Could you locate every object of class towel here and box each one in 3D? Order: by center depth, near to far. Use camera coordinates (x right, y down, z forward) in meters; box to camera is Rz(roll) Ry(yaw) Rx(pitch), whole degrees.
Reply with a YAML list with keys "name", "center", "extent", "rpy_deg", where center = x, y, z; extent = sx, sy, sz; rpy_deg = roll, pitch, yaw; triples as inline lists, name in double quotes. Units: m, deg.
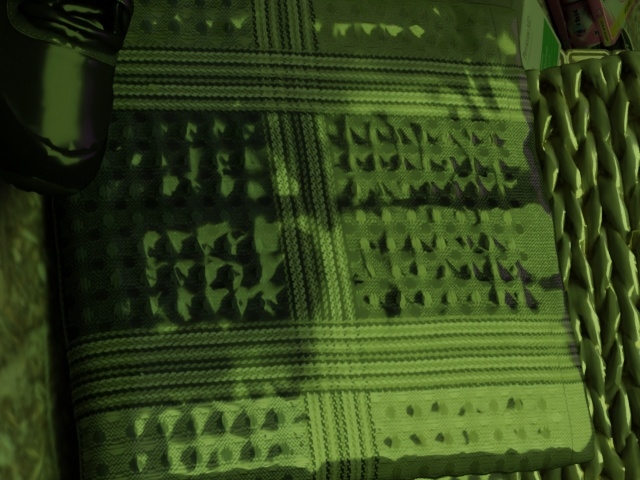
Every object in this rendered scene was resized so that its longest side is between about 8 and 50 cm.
- name: "towel"
  center: [0.000, 0.000, 0.940]
  extent: [0.324, 0.056, 0.312]
  rpy_deg: [0, 72, -25]

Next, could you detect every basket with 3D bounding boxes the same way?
- name: "basket"
  center: [0.210, 0.052, 1.155]
  extent: [0.328, 0.266, 0.331]
  rpy_deg: [74, 10, -78]

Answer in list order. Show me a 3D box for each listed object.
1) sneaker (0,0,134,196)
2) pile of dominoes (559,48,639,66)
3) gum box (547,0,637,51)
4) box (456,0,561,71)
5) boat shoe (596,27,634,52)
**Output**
- name: "sneaker"
  center: [-0.132, -0.168, 0.820]
  extent: [0.107, 0.124, 0.283]
  rpy_deg: [13, 64, -44]
- name: "pile of dominoes"
  center: [0.252, -0.091, 1.579]
  extent: [0.251, 0.040, 0.196]
  rpy_deg: [-2, 80, -29]
- name: "gum box"
  center: [0.313, -0.296, 1.864]
  extent: [0.107, 0.062, 0.188]
  rpy_deg: [68, 27, -17]
- name: "box"
  center: [0.153, -0.159, 1.432]
  extent: [0.087, 0.102, 0.101]
  rpy_deg: [51, 37, -38]
- name: "boat shoe"
  center: [0.352, -0.207, 1.923]
  extent: [0.038, 0.046, 0.125]
  rpy_deg: [17, 71, -66]
